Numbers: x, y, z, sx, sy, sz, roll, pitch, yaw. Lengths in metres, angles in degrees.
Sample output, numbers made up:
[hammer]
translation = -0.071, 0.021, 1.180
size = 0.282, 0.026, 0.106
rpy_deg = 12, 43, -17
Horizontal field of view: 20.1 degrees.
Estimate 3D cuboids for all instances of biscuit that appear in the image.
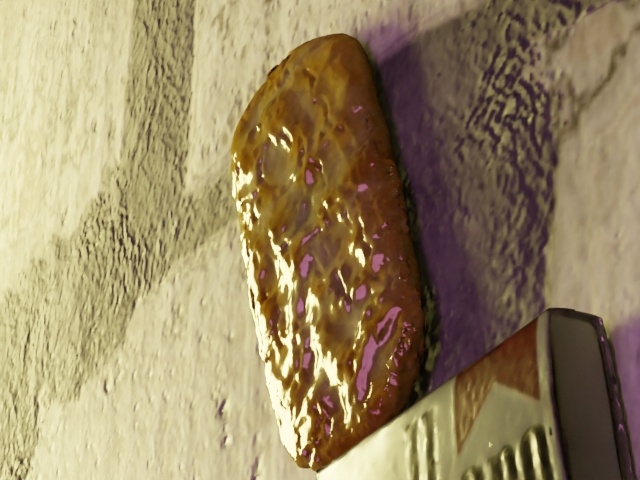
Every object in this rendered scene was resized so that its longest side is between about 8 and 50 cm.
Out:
[biscuit]
translation = 0.000, 0.000, 0.894
size = 0.118, 0.029, 0.247
rpy_deg = -50, 38, 37

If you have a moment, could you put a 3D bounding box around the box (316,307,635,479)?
[box]
translation = 0.057, 0.116, 0.739
size = 0.177, 0.036, 0.115
rpy_deg = -42, 43, 46
